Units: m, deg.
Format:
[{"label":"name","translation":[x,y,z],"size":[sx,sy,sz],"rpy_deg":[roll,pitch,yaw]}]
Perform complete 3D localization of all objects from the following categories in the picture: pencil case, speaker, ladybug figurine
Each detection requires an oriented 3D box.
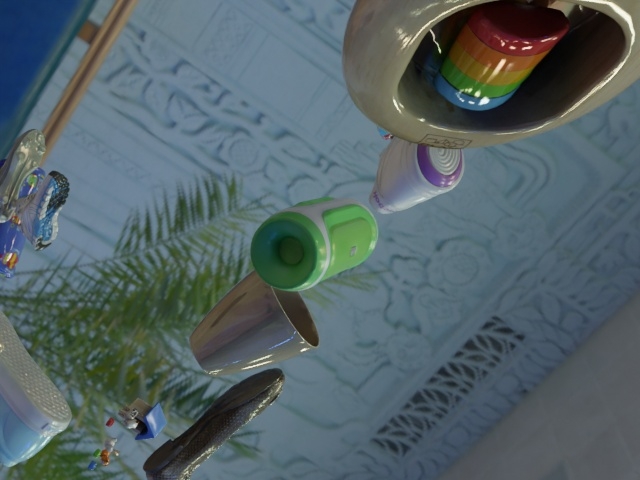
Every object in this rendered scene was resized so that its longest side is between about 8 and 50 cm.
[{"label":"pencil case","translation":[-0.791,-0.054,1.951],"size":[0.133,0.119,0.306],"rpy_deg":[2,-109,31]},{"label":"speaker","translation":[0.000,0.000,1.261],"size":[0.131,0.131,0.296],"rpy_deg":[-52,168,19]},{"label":"ladybug figurine","translation":[0.176,-0.228,0.778],"size":[0.449,0.305,0.161],"rpy_deg":[130,-35,-70]}]

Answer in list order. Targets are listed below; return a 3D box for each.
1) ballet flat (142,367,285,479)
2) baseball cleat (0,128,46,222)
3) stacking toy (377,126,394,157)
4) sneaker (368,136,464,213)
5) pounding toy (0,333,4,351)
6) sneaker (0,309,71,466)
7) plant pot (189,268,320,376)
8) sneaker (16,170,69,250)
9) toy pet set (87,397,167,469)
[{"label":"ballet flat","translation":[-0.149,0.281,1.159],"size":[0.250,0.058,0.084],"rpy_deg":[-37,-165,-21]},{"label":"baseball cleat","translation":[-0.620,-0.132,1.528],"size":[0.109,0.072,0.206],"rpy_deg":[5,-117,25]},{"label":"stacking toy","translation":[0.160,-0.229,1.783],"size":[0.052,0.221,0.167],"rpy_deg":[-25,-148,-4]},{"label":"sneaker","translation":[0.147,-0.156,1.129],"size":[0.152,0.114,0.305],"rpy_deg":[-35,-162,44]},{"label":"pounding toy","translation":[-0.415,0.064,0.783],"size":[0.206,0.181,0.094],"rpy_deg":[-46,-135,5]},{"label":"sneaker","translation":[-0.572,0.213,1.282],"size":[0.150,0.366,0.135],"rpy_deg":[-45,157,1]},{"label":"plant pot","translation":[-0.184,0.224,1.966],"size":[0.274,0.256,0.256],"rpy_deg":[-31,-164,8]},{"label":"sneaker","translation":[-0.527,-0.065,1.444],"size":[0.071,0.083,0.190],"rpy_deg":[-43,169,-52]},{"label":"toy pet set","translation":[-0.312,0.325,1.292],"size":[0.122,0.065,0.114],"rpy_deg":[-62,173,30]}]
